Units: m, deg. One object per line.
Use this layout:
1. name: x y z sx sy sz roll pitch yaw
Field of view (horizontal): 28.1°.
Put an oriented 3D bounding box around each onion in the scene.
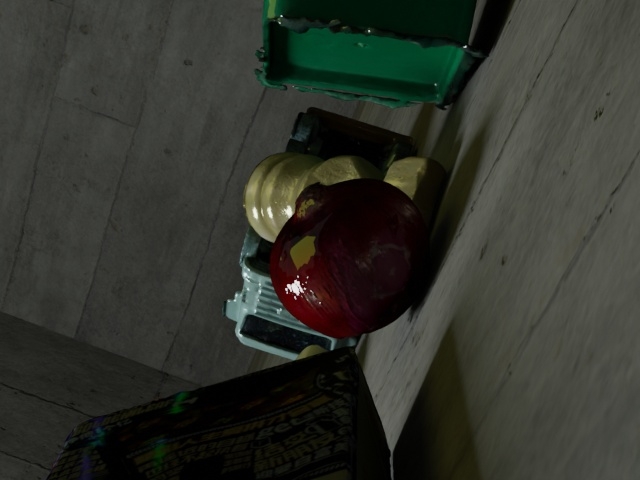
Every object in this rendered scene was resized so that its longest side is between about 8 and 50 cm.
1. onion: 0.023 0.011 0.974 0.131 0.131 0.131 -159 90 -87

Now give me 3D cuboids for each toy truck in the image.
1. toy truck: 0.000 0.000 1.342 0.305 0.136 0.162 -69 -5 -52

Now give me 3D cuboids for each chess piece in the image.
1. chess piece: 0.026 -0.032 1.115 0.200 0.090 0.090 7 73 51

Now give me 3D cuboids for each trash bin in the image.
1. trash bin: 0.076 -0.330 1.185 0.259 0.295 0.381 103 174 -80

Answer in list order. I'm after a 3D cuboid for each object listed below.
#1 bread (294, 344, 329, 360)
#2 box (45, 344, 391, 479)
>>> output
1. bread: -0.024 0.190 1.145 0.178 0.060 0.139 -75 7 -63
2. box: -0.063 0.166 0.685 0.310 0.198 0.084 -82 -26 -76
